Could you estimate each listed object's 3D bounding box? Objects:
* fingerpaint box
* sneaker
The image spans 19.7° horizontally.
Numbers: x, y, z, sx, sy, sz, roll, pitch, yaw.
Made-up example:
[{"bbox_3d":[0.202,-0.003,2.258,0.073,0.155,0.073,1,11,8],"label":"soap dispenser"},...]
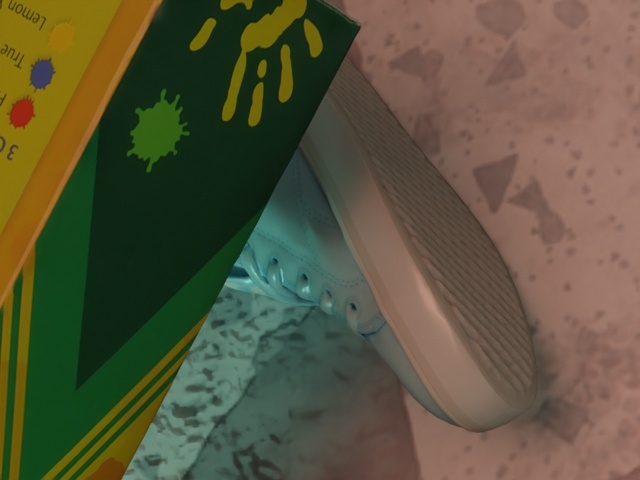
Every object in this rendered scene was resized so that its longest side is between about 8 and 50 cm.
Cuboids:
[{"bbox_3d":[-0.253,-0.059,1.041,0.445,0.163,0.371,30,93,35],"label":"fingerpaint box"},{"bbox_3d":[0.000,0.000,1.131,0.150,0.135,0.366,-46,49,18],"label":"sneaker"}]
